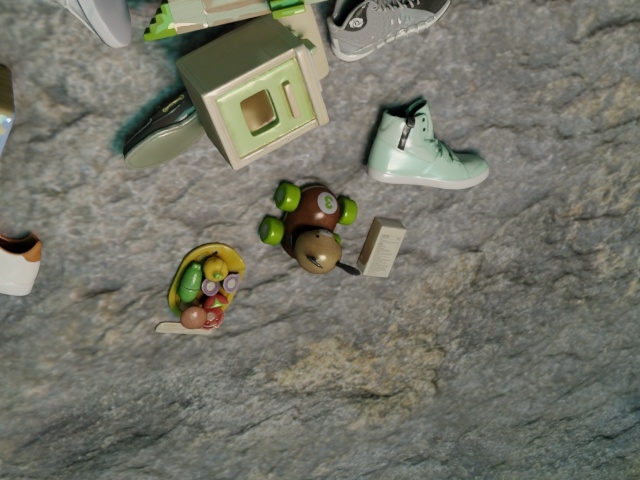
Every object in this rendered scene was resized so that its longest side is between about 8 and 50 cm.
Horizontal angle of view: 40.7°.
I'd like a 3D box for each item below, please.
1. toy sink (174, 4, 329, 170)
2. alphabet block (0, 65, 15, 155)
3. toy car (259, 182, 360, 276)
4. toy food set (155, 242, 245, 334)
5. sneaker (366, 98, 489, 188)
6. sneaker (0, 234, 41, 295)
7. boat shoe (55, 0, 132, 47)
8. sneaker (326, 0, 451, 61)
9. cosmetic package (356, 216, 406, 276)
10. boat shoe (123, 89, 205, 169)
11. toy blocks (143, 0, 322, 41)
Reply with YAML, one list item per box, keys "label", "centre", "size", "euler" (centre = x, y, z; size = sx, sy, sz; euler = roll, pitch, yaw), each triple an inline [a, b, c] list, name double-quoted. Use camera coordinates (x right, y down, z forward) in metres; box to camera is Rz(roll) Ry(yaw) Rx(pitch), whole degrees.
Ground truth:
- label: "toy sink"
  centre: [-0.076, -0.242, 1.328]
  size: [0.234, 0.131, 0.152]
  euler: [-30, 135, -11]
- label: "alphabet block"
  centre: [-0.565, -0.167, 1.232]
  size: [0.197, 0.193, 0.192]
  euler: [16, 112, -30]
- label: "toy car"
  centre: [0.000, 0.000, 1.573]
  size: [0.155, 0.188, 0.149]
  euler: [13, 115, -29]
- label: "toy food set"
  centre: [-0.216, 0.113, 1.632]
  size: [0.128, 0.071, 0.217]
  euler: [13, 115, -29]
- label: "sneaker"
  centre: [0.219, -0.181, 1.606]
  size: [0.256, 0.094, 0.151]
  euler: [0, 118, -23]
- label: "sneaker"
  centre: [-0.597, 0.003, 1.396]
  size: [0.290, 0.106, 0.123]
  euler: [12, 110, -38]
- label: "boat shoe"
  centre: [-0.368, -0.387, 1.246]
  size: [0.084, 0.095, 0.258]
  euler: [-13, 124, 24]
- label: "sneaker"
  centre: [0.111, -0.388, 1.407]
  size: [0.229, 0.086, 0.132]
  euler: [-31, 152, 0]
- label: "cosmetic package"
  centre: [0.121, 0.014, 1.724]
  size: [0.060, 0.041, 0.115]
  euler: [9, 117, -26]
- label: "boat shoe"
  centre: [-0.233, -0.200, 1.428]
  size: [0.228, 0.068, 0.081]
  euler: [-32, 156, 1]
- label: "toy blocks"
  centre: [-0.102, -0.465, 1.244]
  size: [0.382, 0.190, 0.260]
  euler: [-13, 117, 0]
